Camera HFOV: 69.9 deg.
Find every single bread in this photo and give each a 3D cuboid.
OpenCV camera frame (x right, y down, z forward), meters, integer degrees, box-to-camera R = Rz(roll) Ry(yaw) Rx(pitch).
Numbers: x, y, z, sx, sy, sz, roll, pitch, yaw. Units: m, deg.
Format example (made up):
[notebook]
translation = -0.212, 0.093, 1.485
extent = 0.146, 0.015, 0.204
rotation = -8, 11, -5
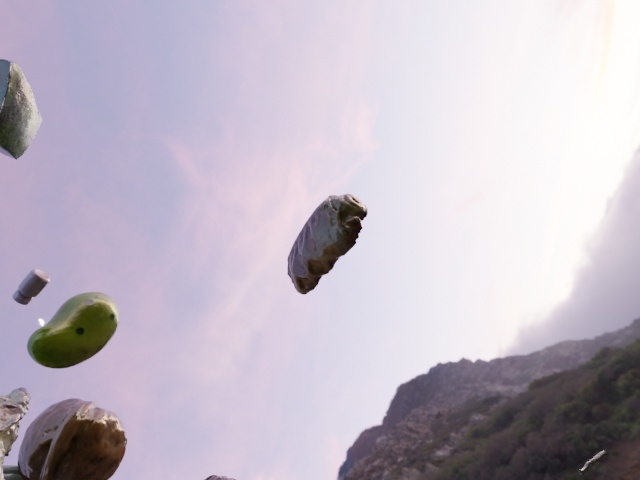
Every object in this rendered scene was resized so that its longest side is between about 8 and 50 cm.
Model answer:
[bread]
translation = 0.000, 0.000, 0.880
extent = 0.088, 0.232, 0.128
rotation = 23, -132, -17

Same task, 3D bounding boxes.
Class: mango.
[mango]
translation = -0.684, 0.253, 1.292
extent = 0.175, 0.143, 0.293
rotation = 63, -160, -12

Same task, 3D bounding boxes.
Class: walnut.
[walnut]
translation = -0.748, 0.628, 1.391
extent = 0.285, 0.297, 0.285
rotation = -158, 90, -87

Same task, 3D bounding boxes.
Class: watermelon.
[watermelon]
translation = -0.802, -0.323, 1.064
extent = 0.139, 0.257, 0.192
rotation = 88, -163, -72

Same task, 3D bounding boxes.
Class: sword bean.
[sword bean]
translation = 0.495, 0.403, 0.833
extent = 0.083, 0.012, 0.012
rotation = -15, -63, -30

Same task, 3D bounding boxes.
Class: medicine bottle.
[medicine bottle]
translation = -0.754, 0.121, 1.195
extent = 0.089, 0.052, 0.052
rotation = -49, -40, 1

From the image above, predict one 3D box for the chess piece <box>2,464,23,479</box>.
[chess piece]
translation = -0.949, 0.825, 1.335
extent = 0.176, 0.176, 0.298
rotation = 44, -150, -49

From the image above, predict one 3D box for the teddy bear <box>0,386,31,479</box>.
[teddy bear]
translation = -0.784, 0.407, 0.919
extent = 0.375, 0.362, 0.327
rotation = 35, -90, -43

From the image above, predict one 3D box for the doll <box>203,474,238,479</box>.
[doll]
translation = -0.095, 0.388, 0.617
extent = 0.303, 0.201, 0.156
rotation = 12, -106, -54
